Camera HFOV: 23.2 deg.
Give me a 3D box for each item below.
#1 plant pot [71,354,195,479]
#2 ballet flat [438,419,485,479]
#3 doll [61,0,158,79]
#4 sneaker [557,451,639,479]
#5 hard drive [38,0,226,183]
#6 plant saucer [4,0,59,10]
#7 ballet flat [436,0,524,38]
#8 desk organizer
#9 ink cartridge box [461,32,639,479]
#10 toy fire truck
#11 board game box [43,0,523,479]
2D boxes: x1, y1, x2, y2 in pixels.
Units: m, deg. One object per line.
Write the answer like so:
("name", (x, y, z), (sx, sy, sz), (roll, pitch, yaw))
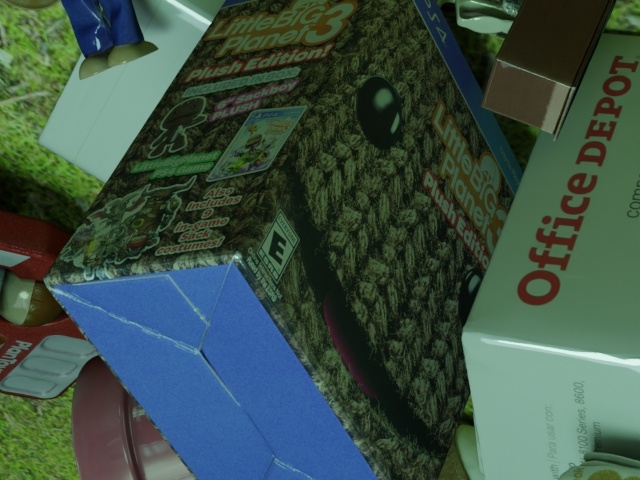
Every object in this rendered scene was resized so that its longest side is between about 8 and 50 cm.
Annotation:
("plant pot", (-0.099, 0.177, 1.399), (0.180, 0.201, 0.201), (-17, 129, 15))
("ballet flat", (0.174, 0.248, 1.406), (0.124, 0.116, 0.342), (-28, 121, 23))
("doll", (-0.169, -0.209, 1.062), (0.129, 0.046, 0.189), (-11, 105, 48))
("sneaker", (0.205, 0.147, 0.797), (0.169, 0.108, 0.292), (16, 141, 9))
("hard drive", (-0.027, -0.055, 1.201), (0.353, 0.047, 0.233), (32, 141, -7))
("plant saucer", (-0.224, -0.208, 1.157), (0.083, 0.015, 0.083), (15, 140, 13))
("ballet flat", (0.088, -0.159, 1.025), (0.114, 0.041, 0.041), (17, 141, 11))
("desk organizer", (0.145, -0.128, 0.956), (0.050, 0.130, 0.047), (22, 142, 8))
("ink cartridge box", (0.312, 0.035, 0.926), (0.395, 0.285, 0.166), (8, 137, 21))
("toy fire truck", (-0.297, 0.058, 1.416), (0.254, 0.169, 0.302), (13, 148, -29))
("board game box", (0.000, 0.000, 0.983), (0.141, 0.291, 0.232), (-8, 129, 33))
